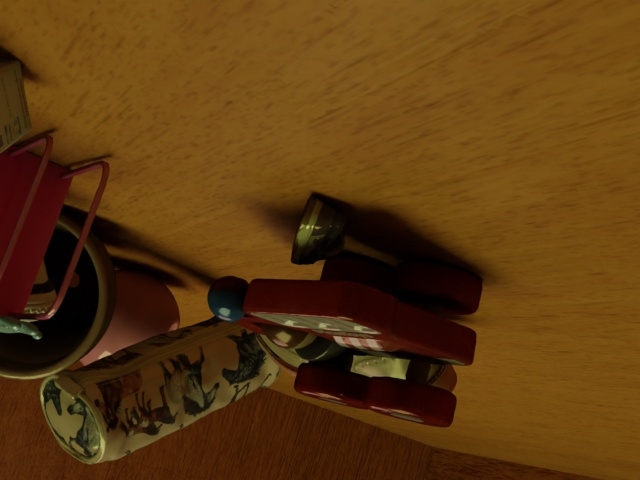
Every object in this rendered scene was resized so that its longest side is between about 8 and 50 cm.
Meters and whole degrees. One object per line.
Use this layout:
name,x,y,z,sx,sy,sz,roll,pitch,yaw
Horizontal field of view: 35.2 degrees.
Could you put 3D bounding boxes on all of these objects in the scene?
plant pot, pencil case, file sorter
plant pot,-0.427,0.072,1.576,0.263,0.263,0.229,17,-177,4
pencil case,-0.251,0.223,1.649,0.410,0.183,0.160,-20,-140,-41
file sorter,-0.404,-0.050,1.079,0.290,0.202,0.182,25,162,-29

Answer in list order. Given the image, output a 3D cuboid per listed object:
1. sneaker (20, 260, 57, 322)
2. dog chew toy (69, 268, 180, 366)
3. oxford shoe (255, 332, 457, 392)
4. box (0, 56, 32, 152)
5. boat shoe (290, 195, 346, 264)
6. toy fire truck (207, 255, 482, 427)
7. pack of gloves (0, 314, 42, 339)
sneaker,-0.530,0.014,1.390,0.365,0.210,0.137,-3,-179,21
dog chew toy,-0.427,0.120,1.829,0.332,0.207,0.206,24,168,6
oxford shoe,0.026,0.119,1.444,0.397,0.140,0.146,10,135,49
box,-0.344,-0.108,0.869,0.126,0.137,0.072,13,127,19
boat shoe,0.000,0.000,1.054,0.049,0.056,0.152,22,167,4
toy fire truck,0.016,0.088,1.116,0.254,0.169,0.302,25,165,-39
pack of gloves,-0.433,0.084,1.109,0.232,0.046,0.195,-2,157,44
